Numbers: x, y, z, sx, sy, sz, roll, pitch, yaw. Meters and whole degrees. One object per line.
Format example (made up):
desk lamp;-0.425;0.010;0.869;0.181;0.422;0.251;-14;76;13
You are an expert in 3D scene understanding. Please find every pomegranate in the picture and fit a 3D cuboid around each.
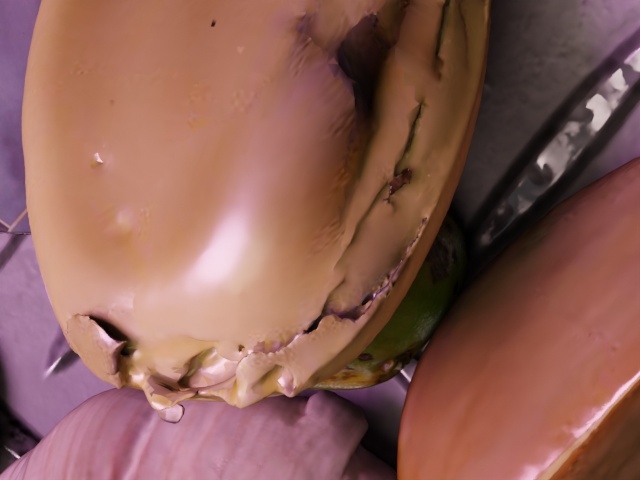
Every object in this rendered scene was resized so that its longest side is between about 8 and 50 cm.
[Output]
pomegranate;-0.006;0.008;0.892;0.143;0.122;0.169;-34;96;42

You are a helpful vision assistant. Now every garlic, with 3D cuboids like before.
garlic;0.181;0.046;0.794;0.151;0.196;0.338;42;113;-12
garlic;-0.078;0.233;0.957;0.322;0.241;0.321;-2;86;27

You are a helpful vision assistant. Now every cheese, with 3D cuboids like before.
cheese;-0.038;-0.057;0.806;0.260;0.315;0.128;-15;143;28

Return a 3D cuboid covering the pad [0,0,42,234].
pad;-0.238;-0.119;1.012;0.164;0.004;0.243;1;108;22
